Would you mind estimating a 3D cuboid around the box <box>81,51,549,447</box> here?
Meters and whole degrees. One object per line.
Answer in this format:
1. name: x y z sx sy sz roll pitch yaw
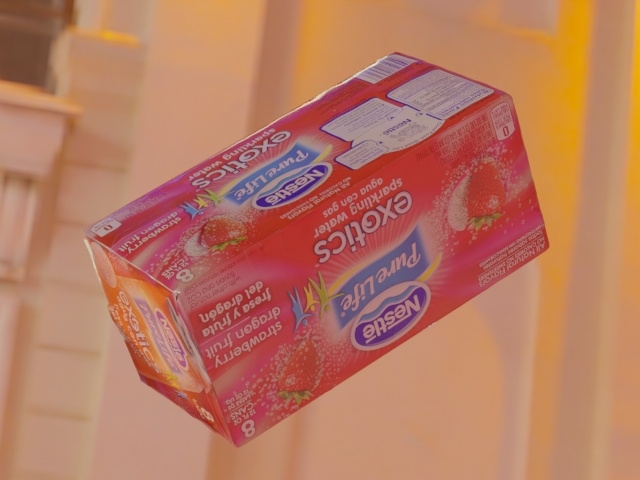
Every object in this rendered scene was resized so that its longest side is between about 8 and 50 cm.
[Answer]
1. box: 0.000 0.000 1.208 0.128 0.257 0.123 27 -38 52
